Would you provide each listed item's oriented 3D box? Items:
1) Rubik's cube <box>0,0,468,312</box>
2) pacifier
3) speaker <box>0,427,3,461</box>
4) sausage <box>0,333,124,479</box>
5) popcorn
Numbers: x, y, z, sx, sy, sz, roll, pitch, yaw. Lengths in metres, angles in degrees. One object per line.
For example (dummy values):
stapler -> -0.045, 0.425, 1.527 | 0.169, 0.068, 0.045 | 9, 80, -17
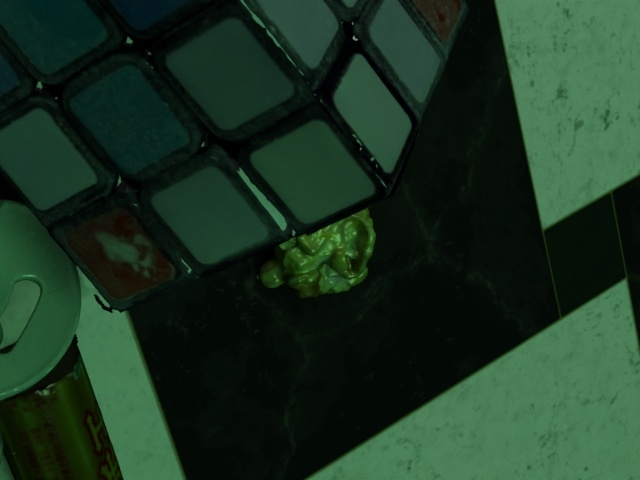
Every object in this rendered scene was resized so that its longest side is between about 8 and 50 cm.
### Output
Rubik's cube -> -0.118, -0.201, 1.213 | 0.362, 0.359, 0.363 | 48, 36, -20
pacifier -> -0.385, 0.012, 1.192 | 0.343, 0.269, 0.288 | 24, 55, -9
speaker -> -0.457, 0.348, 1.262 | 0.184, 0.183, 0.406 | 17, 90, -15
sausage -> -0.283, 0.267, 1.429 | 0.125, 0.117, 0.317 | -53, 133, -58
popcorn -> 0.000, 0.000, 1.583 | 0.141, 0.162, 0.135 | -6, 68, -57
